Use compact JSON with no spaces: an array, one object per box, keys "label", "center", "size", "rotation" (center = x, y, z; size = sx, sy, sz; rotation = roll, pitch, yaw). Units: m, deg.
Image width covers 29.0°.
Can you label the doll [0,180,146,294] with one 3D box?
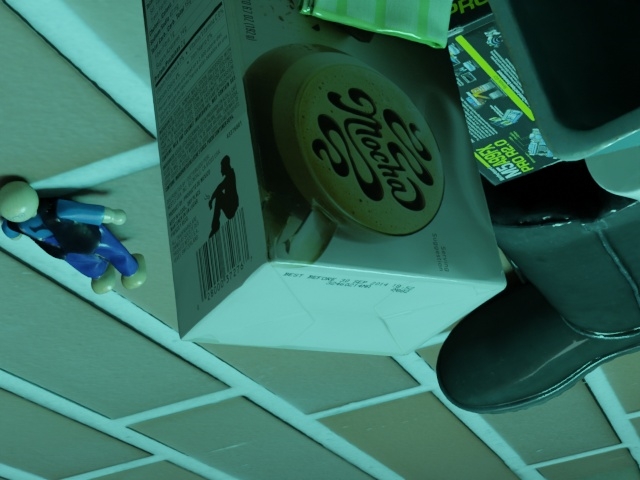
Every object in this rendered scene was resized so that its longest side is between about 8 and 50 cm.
[{"label":"doll","center":[-0.239,-0.008,1.181],"size":[0.129,0.046,0.189],"rotation":[-10,151,24]}]

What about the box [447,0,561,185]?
[{"label":"box","center":[0.183,-0.150,1.016],"size":[0.216,0.060,0.270],"rotation":[-21,153,24]}]

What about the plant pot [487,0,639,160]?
[{"label":"plant pot","center":[0.247,-0.205,0.726],"size":[0.247,0.247,0.252],"rotation":[-27,168,33]}]

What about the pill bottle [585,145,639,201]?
[{"label":"pill bottle","center":[0.328,-0.071,1.021],"size":[0.221,0.121,0.121],"rotation":[9,150,-34]}]

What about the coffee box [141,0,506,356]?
[{"label":"coffee box","center":[-0.009,-0.087,0.793],"size":[0.168,0.297,0.119],"rotation":[8,150,-31]}]

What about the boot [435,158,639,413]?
[{"label":"boot","center":[0.241,0.042,1.336],"size":[0.367,0.146,0.445],"rotation":[-26,156,12]}]

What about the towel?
[{"label":"towel","center":[0.046,-0.202,0.754],"size":[0.113,0.152,0.023],"rotation":[7,180,-31]}]
